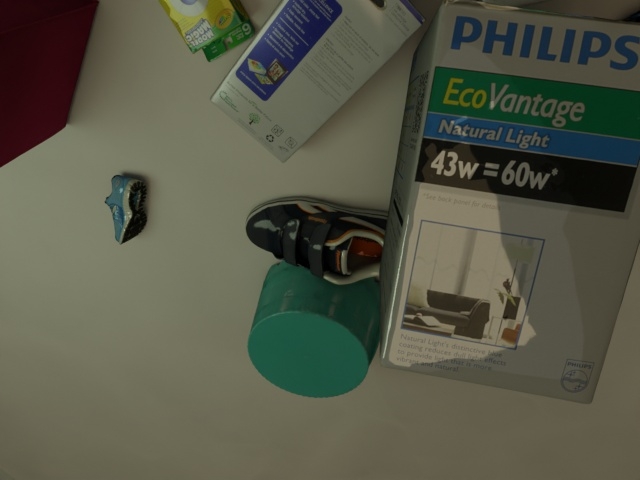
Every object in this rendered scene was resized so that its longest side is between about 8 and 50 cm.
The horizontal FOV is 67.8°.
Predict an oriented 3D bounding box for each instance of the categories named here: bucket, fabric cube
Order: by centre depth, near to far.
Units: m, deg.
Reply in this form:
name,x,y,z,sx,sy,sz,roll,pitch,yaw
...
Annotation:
name,x,y,z,sx,sy,sz,roll,pitch,yaw
fabric cube,-0.544,-0.295,0.717,0.259,0.254,0.258,31,125,-10
bucket,-0.010,0.176,0.980,0.281,0.183,0.281,6,126,9

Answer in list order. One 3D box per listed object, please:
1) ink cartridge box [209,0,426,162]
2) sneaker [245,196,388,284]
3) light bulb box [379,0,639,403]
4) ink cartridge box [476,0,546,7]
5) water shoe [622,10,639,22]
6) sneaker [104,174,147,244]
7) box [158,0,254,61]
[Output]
name,x,y,z,sx,sy,sz,roll,pitch,yaw
ink cartridge box,-0.015,-0.273,0.715,0.165,0.065,0.332,41,132,-16
sneaker,0.000,0.000,0.894,0.321,0.127,0.126,3,126,11
light bulb box,0.208,-0.062,0.607,0.225,0.358,0.361,9,105,4
ink cartridge box,0.322,-0.402,0.552,0.272,0.114,0.197,-6,122,15
water shoe,0.443,-0.282,0.638,0.080,0.073,0.203,20,125,0
sneaker,-0.403,-0.066,0.979,0.073,0.063,0.162,29,123,12
box,-0.189,-0.371,0.723,0.105,0.043,0.179,-21,120,24
